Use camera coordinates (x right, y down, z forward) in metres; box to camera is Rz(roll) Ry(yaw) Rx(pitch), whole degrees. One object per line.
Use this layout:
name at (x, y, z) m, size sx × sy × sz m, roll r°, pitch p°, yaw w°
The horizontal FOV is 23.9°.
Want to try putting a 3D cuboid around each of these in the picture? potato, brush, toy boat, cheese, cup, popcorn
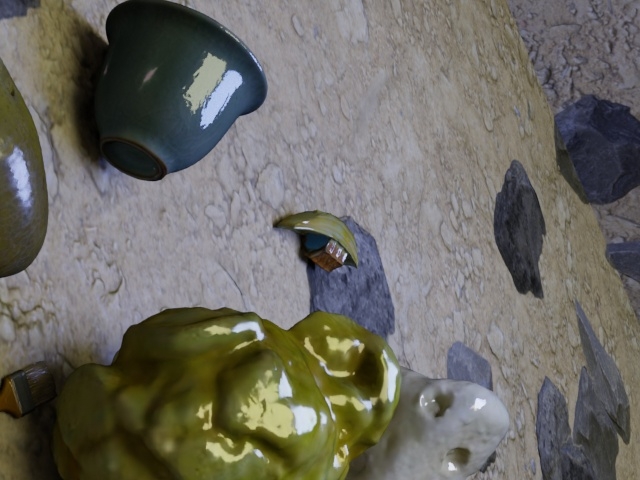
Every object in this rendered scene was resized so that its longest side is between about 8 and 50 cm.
potato at (-0.317, -0.070, 1.324) m, size 0.174 × 0.159 × 0.251 m, roll -49°, pitch 133°, yaw -56°
brush at (-0.302, 0.154, 1.420) m, size 0.170 × 0.014 × 0.043 m, roll -27°, pitch 101°, yaw -64°
toy boat at (0.000, 0.000, 2.089) m, size 0.172 × 0.065 × 0.066 m, roll 37°, pitch 66°, yaw -52°
cheese at (0.119, 0.287, 2.036) m, size 0.173 × 0.251 × 0.248 m, roll 30°, pitch 68°, yaw -58°
cup at (-0.177, -0.147, 1.668) m, size 0.199 × 0.199 × 0.150 m, roll 52°, pitch 53°, yaw -44°
popcorn at (-0.096, 0.205, 1.517) m, size 0.334 × 0.292 × 0.294 m, roll -17°, pitch 99°, yaw -61°
